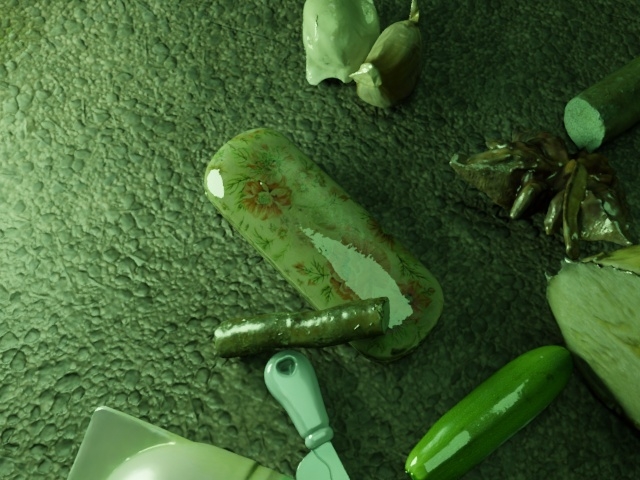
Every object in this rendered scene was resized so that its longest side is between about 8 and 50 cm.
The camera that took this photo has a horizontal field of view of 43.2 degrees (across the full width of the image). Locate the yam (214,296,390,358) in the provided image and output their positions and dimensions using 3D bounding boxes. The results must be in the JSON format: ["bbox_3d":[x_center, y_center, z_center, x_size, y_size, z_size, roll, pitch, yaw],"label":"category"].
[{"bbox_3d":[-0.024,0.122,1.112,0.253,0.061,0.061,-10,63,20],"label":"yam"}]

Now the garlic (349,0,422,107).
[{"bbox_3d":[0.124,-0.307,1.340,0.090,0.128,0.198,24,67,25],"label":"garlic"}]

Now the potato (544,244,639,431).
[{"bbox_3d":[0.491,0.073,1.039,0.296,0.397,0.290,-37,53,-14],"label":"potato"}]

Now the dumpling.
[{"bbox_3d":[0.033,-0.357,1.373,0.136,0.118,0.199,11,92,-7],"label":"dumpling"}]

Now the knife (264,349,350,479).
[{"bbox_3d":[0.002,0.304,1.093,0.080,0.044,0.331,-19,70,-14],"label":"knife"}]

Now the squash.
[{"bbox_3d":[0.232,0.241,1.110,0.292,0.082,0.082,-35,71,-16],"label":"squash"}]

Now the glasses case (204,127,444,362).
[{"bbox_3d":[0.000,0.000,1.200,0.156,0.098,0.425,-42,74,-13],"label":"glasses case"}]

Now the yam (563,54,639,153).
[{"bbox_3d":[0.527,-0.248,1.352,0.259,0.106,0.106,-30,70,-17],"label":"yam"}]

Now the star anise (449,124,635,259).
[{"bbox_3d":[0.360,-0.086,1.211,0.292,0.109,0.349,27,33,32],"label":"star anise"}]

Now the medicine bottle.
[{"bbox_3d":[-0.119,0.370,0.940,0.406,0.236,0.235,21,65,6],"label":"medicine bottle"}]
